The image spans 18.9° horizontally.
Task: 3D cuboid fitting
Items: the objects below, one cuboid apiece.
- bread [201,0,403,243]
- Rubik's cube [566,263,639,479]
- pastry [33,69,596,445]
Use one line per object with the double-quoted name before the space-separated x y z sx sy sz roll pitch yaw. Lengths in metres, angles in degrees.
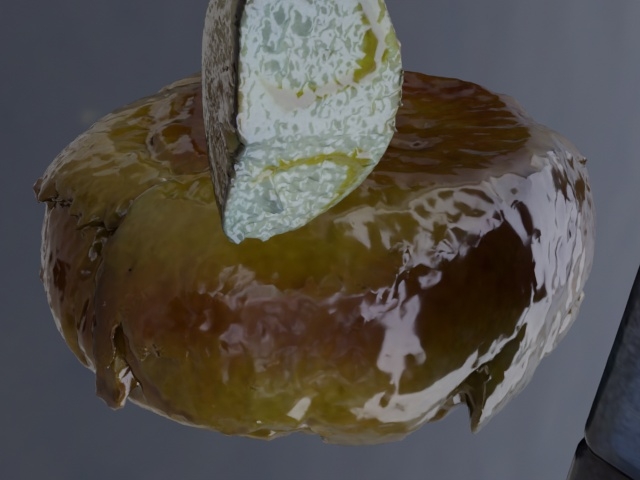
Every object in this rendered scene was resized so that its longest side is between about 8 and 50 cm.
"bread" -0.018 -0.073 0.866 0.083 0.094 0.157 -14 124 -22
"Rubik's cube" 0.327 0.109 0.939 0.316 0.313 0.318 -33 145 -42
"pastry" 0.000 0.000 1.152 0.356 0.356 0.163 -27 124 -46
